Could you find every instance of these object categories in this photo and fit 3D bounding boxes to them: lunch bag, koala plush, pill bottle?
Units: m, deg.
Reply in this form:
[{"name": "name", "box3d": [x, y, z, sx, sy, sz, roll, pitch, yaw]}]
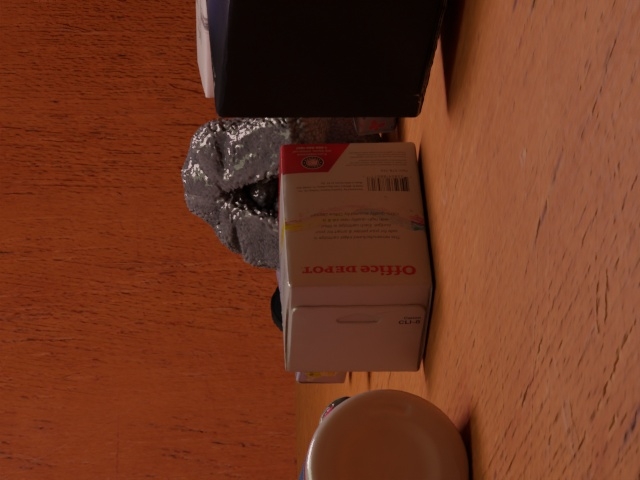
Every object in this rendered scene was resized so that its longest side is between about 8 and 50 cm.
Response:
[{"name": "lunch bag", "box3d": [0.053, -0.162, 1.759, 0.071, 0.053, 0.083, 91, 167, -50]}, {"name": "koala plush", "box3d": [-0.015, -0.085, 1.853, 0.221, 0.203, 0.196, -31, -63, -45]}, {"name": "pill bottle", "box3d": [0.043, 0.198, 1.362, 0.221, 0.124, 0.124, 104, 165, -73]}]

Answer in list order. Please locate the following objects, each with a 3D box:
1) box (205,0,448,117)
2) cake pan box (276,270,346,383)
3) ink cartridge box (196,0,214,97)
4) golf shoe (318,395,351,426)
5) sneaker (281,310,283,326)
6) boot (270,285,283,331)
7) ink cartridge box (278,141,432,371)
[{"name": "box", "box3d": [-0.001, -0.297, 1.352, 0.294, 0.182, 0.296, 99, 167, -53]}, {"name": "cake pan box", "box3d": [0.000, 0.000, 2.100, 0.267, 0.070, 0.246, -103, 21, -49]}, {"name": "ink cartridge box", "box3d": [-0.065, -0.346, 2.364, 0.117, 0.207, 0.283, -105, 14, -54]}, {"name": "golf shoe", "box3d": [0.035, 0.294, 1.704, 0.120, 0.105, 0.273, -163, 72, -79]}, {"name": "sneaker", "box3d": [-0.018, 0.086, 2.373, 0.080, 0.094, 0.212, -35, 56, 43]}, {"name": "boot", "box3d": [-0.023, 0.052, 2.595, 0.246, 0.094, 0.207, -113, 18, -63]}, {"name": "ink cartridge box", "box3d": [0.027, 0.016, 1.559, 0.127, 0.128, 0.176, 93, 175, -48]}]
